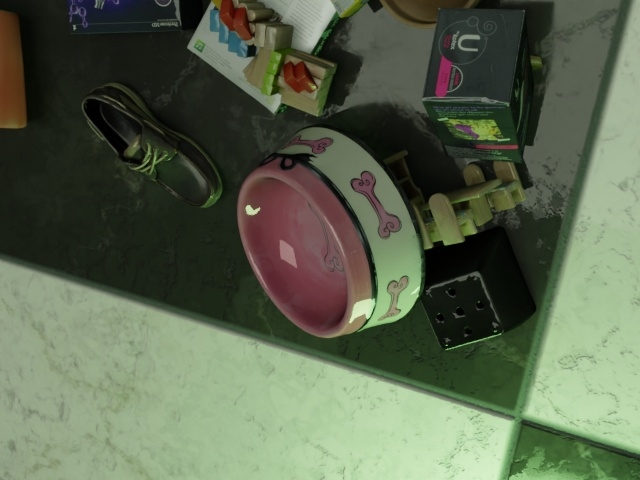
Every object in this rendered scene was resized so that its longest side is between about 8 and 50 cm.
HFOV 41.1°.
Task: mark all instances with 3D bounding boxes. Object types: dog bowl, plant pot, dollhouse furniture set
[{"bbox_3d":[0.000,0.000,1.594,0.408,0.150,0.408,36,140,37],"label":"dog bowl"},{"bbox_3d":[0.207,-0.491,1.475,0.237,0.109,0.238,16,116,35],"label":"plant pot"},{"bbox_3d":[0.280,0.105,1.618,0.187,0.167,0.188,-20,97,24],"label":"plant pot"},{"bbox_3d":[0.209,-0.094,1.563,0.242,0.212,0.161,-13,102,49],"label":"dollhouse furniture set"},{"bbox_3d":[-0.757,-0.379,1.824,0.274,0.275,0.243,12,100,17],"label":"plant pot"}]

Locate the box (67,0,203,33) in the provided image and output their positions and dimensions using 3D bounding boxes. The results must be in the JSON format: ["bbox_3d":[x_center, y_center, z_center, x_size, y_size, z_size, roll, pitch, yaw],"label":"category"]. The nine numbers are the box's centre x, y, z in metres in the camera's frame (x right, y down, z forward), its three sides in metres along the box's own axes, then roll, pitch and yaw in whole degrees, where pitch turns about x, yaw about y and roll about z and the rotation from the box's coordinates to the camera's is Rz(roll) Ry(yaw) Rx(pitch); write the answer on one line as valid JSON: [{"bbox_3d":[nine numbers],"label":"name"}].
[{"bbox_3d":[-0.377,-0.513,1.715,0.261,0.103,0.185,3,110,20],"label":"box"}]

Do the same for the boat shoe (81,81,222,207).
[{"bbox_3d":[-0.366,-0.187,1.793,0.355,0.130,0.132,39,116,6],"label":"boat shoe"}]

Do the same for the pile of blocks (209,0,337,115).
[{"bbox_3d":[-0.131,-0.371,1.595,0.362,0.112,0.149,46,117,3],"label":"pile of blocks"}]

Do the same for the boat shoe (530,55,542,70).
[{"bbox_3d":[0.330,-0.332,1.528,0.135,0.050,0.045,8,84,12],"label":"boat shoe"}]

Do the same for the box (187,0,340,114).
[{"bbox_3d":[-0.089,-0.442,1.652,0.232,0.058,0.322,38,117,6],"label":"box"}]

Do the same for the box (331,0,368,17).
[{"bbox_3d":[0.076,-0.485,1.487,0.179,0.043,0.105,-34,83,45],"label":"box"}]

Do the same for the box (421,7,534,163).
[{"bbox_3d":[0.271,-0.252,1.431,0.143,0.270,0.165,7,77,18],"label":"box"}]
